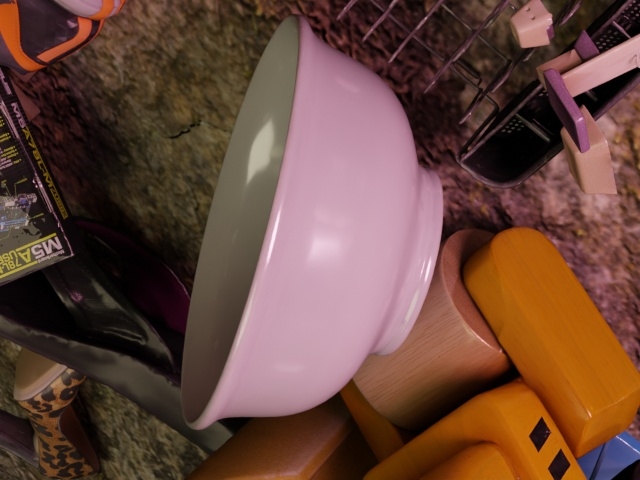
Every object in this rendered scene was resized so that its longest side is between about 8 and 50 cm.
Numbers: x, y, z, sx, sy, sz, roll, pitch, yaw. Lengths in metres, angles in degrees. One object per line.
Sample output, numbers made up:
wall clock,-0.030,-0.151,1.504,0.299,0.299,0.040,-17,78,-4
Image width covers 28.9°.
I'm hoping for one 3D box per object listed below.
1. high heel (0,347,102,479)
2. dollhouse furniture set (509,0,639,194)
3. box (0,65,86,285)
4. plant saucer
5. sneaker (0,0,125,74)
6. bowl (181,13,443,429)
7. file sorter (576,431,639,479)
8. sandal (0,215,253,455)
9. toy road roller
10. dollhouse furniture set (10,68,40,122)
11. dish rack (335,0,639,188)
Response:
high heel,-0.267,0.186,1.397,0.186,0.093,0.261,32,132,-30
dollhouse furniture set,0.174,-0.091,0.739,0.081,0.091,0.114,-26,148,4
box,-0.323,-0.039,1.052,0.190,0.045,0.184,-23,101,9
plant saucer,0.063,0.265,1.025,0.081,0.333,0.333,-39,88,21
sneaker,-0.309,-0.249,0.926,0.180,0.125,0.321,-31,107,32
bowl,0.000,0.000,0.889,0.134,0.298,0.298,14,142,-13
file sorter,0.264,0.261,1.050,0.170,0.104,0.118,37,139,0
sandal,-0.174,0.064,1.160,0.445,0.167,0.107,30,112,-1
toy road roller,0.106,0.170,0.888,0.202,0.240,0.330,-43,69,40
dollhouse furniture set,-0.318,-0.135,1.067,0.144,0.123,0.151,46,139,-11
dish rack,0.082,-0.181,0.781,0.271,0.074,0.208,40,139,-4
